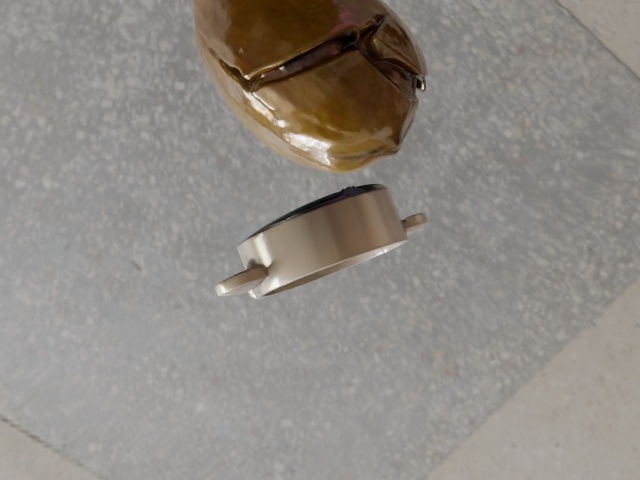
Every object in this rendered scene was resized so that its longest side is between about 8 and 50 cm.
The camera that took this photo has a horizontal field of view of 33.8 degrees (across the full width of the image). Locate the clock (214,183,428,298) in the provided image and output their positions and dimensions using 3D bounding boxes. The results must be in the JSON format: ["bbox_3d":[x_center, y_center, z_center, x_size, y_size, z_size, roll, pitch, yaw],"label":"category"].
[{"bbox_3d":[0.000,0.000,0.974,0.229,0.155,0.063,-17,85,-28],"label":"clock"}]

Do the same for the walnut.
[{"bbox_3d":[-0.034,-0.212,1.159,0.336,0.209,0.209,38,110,20],"label":"walnut"}]
